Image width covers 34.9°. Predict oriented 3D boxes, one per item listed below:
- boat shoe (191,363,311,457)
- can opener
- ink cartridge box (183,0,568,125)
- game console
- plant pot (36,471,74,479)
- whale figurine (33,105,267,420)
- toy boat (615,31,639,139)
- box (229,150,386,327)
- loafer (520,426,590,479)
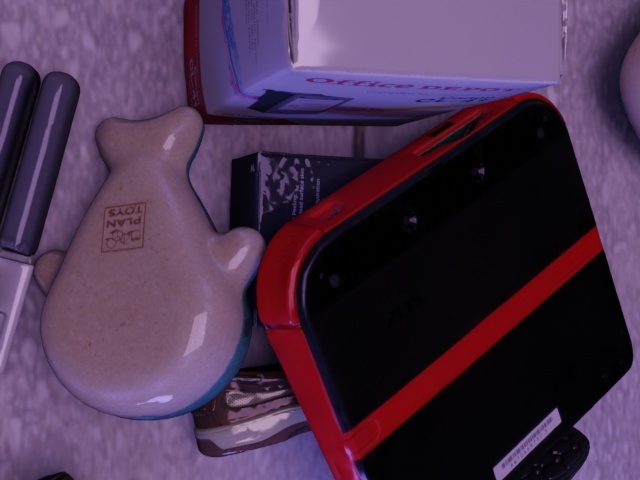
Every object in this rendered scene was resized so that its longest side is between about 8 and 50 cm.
[{"bbox_3d":[0.002,0.126,0.962,0.257,0.095,0.095,-13,89,-19],"label":"boat shoe"},{"bbox_3d":[-0.271,-0.016,0.858,0.074,0.093,0.280,15,81,-1],"label":"can opener"},{"bbox_3d":[0.027,-0.173,0.849,0.226,0.306,0.131,-1,91,-20],"label":"ink cartridge box"},{"bbox_3d":[0.136,0.073,0.950,0.386,0.060,0.342,-34,114,-31],"label":"game console"},{"bbox_3d":[-0.230,0.296,0.852,0.167,0.167,0.165,-29,92,-17],"label":"plant pot"},{"bbox_3d":[-0.142,0.022,0.894,0.216,0.141,0.272,-8,70,15],"label":"whale figurine"},{"bbox_3d":[0.395,-0.253,1.083,0.267,0.148,0.318,-37,110,-10],"label":"toy boat"},{"bbox_3d":[0.000,0.000,0.956,0.158,0.093,0.156,2,91,-21],"label":"box"},{"bbox_3d":[0.188,0.266,1.049,0.223,0.076,0.078,-30,137,-23],"label":"loafer"}]
